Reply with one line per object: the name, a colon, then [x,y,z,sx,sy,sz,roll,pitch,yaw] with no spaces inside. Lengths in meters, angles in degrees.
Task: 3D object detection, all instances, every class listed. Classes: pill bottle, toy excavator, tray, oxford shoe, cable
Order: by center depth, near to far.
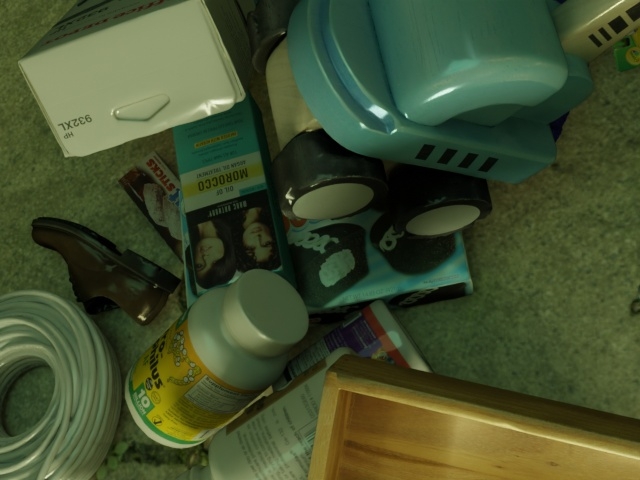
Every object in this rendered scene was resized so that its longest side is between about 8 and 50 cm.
tray: [0.192,0.234,0.697,0.411,0.076,0.202,11,98,15]
pill bottle: [-0.032,0.214,0.846,0.229,0.131,0.131,-35,63,5]
toy excavator: [0.208,-0.185,0.849,0.445,0.433,0.222,-34,58,47]
pill bottle: [-0.107,0.122,0.940,0.208,0.118,0.117,-43,58,35]
pill bottle: [0.017,0.159,0.961,0.193,0.108,0.108,-36,63,3]
cable: [-0.359,0.192,1.088,0.257,0.089,0.257,34,82,27]
oxford shoe: [-0.290,0.037,1.128,0.227,0.083,0.096,26,84,26]

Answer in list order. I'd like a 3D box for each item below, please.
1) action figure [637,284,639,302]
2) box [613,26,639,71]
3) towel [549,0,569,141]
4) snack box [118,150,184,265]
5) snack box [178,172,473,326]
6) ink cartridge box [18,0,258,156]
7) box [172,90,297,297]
action figure: [0.390,0.007,0.917,0.137,0.063,0.232,24,78,35]
box: [0.398,-0.268,0.997,0.179,0.105,0.043,-32,55,5]
towel: [0.231,-0.252,1.072,0.228,0.076,0.308,21,78,32]
snack box: [-0.188,-0.037,1.153,0.064,0.022,0.178,-41,63,-3]
snack box: [0.000,0.000,1.043,0.322,0.060,0.187,-12,66,9]
ink cartridge box: [-0.198,-0.246,1.092,0.223,0.129,0.307,-16,28,11]
box: [-0.102,-0.050,1.021,0.101,0.060,0.244,-17,63,7]
